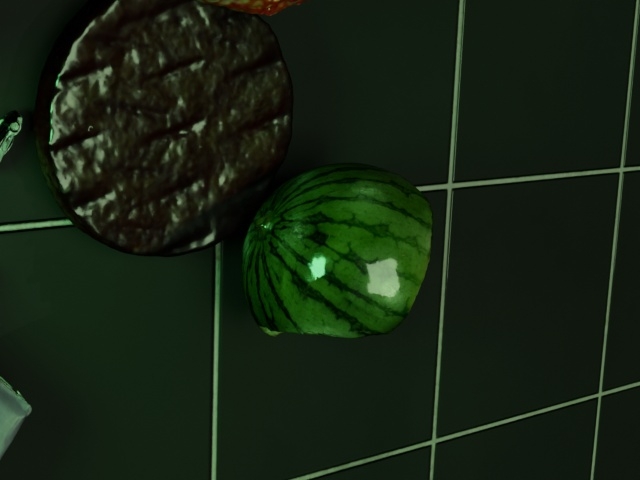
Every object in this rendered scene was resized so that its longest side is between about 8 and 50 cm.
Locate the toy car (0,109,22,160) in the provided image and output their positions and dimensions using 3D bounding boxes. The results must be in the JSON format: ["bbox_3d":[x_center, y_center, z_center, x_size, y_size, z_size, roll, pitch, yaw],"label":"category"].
[{"bbox_3d":[-0.426,-0.132,1.476,0.025,0.041,0.093,41,77,-40],"label":"toy car"}]

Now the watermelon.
[{"bbox_3d":[0.000,0.000,1.655,0.189,0.331,0.331,36,78,-42],"label":"watermelon"}]

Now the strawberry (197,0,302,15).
[{"bbox_3d":[-0.107,-0.460,1.493,0.351,0.267,0.312,-27,96,-29],"label":"strawberry"}]

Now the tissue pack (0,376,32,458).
[{"bbox_3d":[-0.545,0.282,1.373,0.242,0.125,0.344,55,50,-38],"label":"tissue pack"}]

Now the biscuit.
[{"bbox_3d":[-0.223,-0.177,1.596,0.407,0.091,0.407,-12,110,-35],"label":"biscuit"}]
